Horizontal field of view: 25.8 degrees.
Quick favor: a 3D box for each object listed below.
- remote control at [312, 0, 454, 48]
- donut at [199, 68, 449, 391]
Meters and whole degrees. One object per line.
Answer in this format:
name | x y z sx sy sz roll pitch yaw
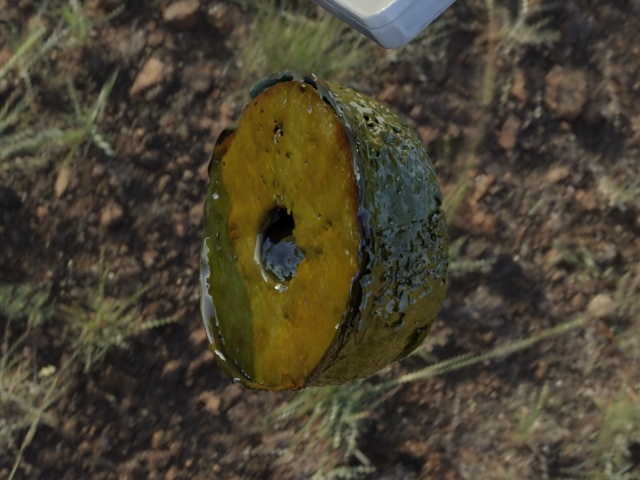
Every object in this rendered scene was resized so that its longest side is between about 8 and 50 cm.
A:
remote control | 0.023 -0.191 0.867 0.103 0.250 0.034 -41 123 -1
donut | 0.000 0.000 1.081 0.107 0.272 0.272 4 58 -30
